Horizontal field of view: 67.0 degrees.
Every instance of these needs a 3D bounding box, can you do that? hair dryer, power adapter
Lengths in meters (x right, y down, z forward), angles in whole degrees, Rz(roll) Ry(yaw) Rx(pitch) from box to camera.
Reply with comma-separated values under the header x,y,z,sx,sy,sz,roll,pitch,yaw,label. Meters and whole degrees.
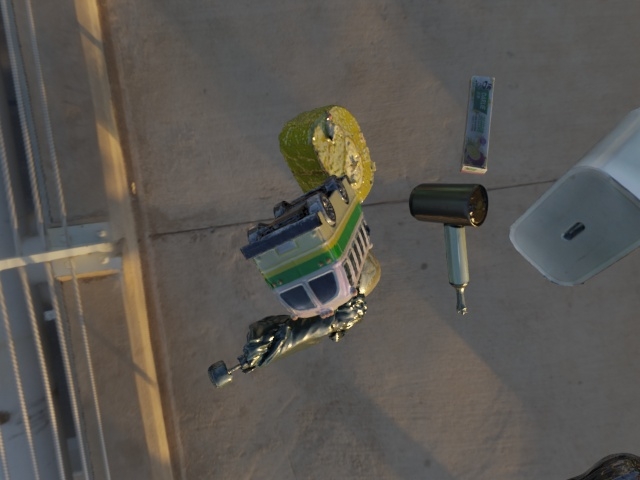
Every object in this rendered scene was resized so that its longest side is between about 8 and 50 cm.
x,y,z,sx,sy,sz,roll,pitch,yaw,label
0.187,0.015,0.691,0.057,0.100,0.198,-22,109,-40,hair dryer
0.408,-0.073,0.671,0.255,0.187,0.124,-35,74,-28,power adapter

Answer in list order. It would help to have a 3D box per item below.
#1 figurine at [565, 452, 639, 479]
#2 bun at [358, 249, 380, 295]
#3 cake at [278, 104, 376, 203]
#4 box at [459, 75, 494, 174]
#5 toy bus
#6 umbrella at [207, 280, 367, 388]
x,y,z,sx,sy,sz,roll,pitch,yaw,label
0.197,0.202,0.361,0.129,0.054,0.072,-34,142,16,figurine
0.067,0.049,1.135,0.173,0.113,0.166,41,45,5,bun
0.028,-0.203,1.208,0.179,0.156,0.261,-47,124,-30,cake
0.320,-0.237,0.985,0.049,0.041,0.207,8,76,6,box
0.000,0.000,0.870,0.143,0.305,0.179,-26,102,19,toy bus
-0.059,0.180,0.947,0.348,0.094,0.143,-24,138,-23,umbrella
